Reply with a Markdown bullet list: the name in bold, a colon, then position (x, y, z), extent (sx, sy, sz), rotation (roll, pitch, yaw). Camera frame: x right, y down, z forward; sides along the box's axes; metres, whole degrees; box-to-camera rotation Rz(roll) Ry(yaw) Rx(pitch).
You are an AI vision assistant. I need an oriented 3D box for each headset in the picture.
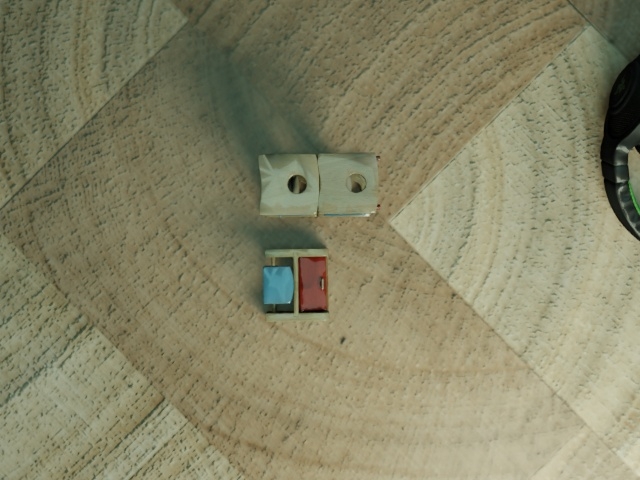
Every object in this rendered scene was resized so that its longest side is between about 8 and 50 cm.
- **headset**: position (0.435, -0.159, 1.044), extent (0.243, 0.185, 0.394), rotation (-7, 102, 0)

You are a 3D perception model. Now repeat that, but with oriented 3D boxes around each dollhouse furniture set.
- **dollhouse furniture set**: position (0.000, 0.000, 1.075), extent (0.128, 0.129, 0.184), rotation (-1, 90, 0)
